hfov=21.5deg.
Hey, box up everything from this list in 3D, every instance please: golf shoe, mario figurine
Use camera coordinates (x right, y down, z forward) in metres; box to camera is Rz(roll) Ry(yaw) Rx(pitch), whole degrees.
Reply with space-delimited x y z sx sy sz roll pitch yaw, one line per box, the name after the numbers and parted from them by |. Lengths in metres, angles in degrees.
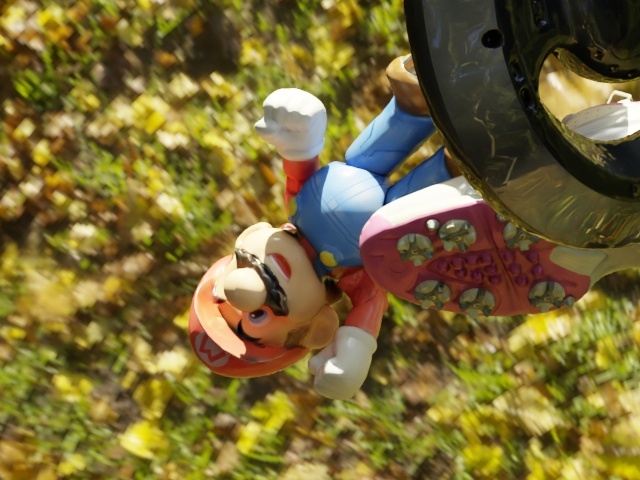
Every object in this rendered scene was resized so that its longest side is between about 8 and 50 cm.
0.178 -0.030 1.210 0.306 0.115 0.140 -8 42 3 | golf shoe
0.000 0.000 1.401 0.320 0.170 0.198 -45 35 21 | mario figurine

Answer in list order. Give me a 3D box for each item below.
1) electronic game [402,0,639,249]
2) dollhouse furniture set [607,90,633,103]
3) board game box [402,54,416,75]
0.120 -0.110 0.692 0.048 0.229 0.229 7 73 49 | electronic game
0.218 -0.093 1.509 0.081 0.091 0.114 25 93 -24 | dollhouse furniture set
0.143 -0.148 1.204 0.168 0.133 0.033 -41 66 48 | board game box
